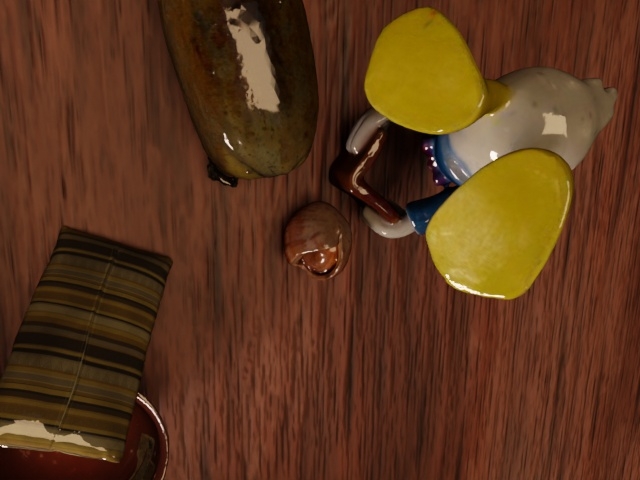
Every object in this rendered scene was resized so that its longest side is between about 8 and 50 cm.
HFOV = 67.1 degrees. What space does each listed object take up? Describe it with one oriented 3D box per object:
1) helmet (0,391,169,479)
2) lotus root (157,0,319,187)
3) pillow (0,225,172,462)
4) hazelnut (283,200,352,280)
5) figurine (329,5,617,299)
[{"bbox_3d":[-0.242,0.193,0.459,0.175,0.106,0.154,32,75,-24],"label":"helmet"},{"bbox_3d":[-0.072,-0.170,0.439,0.124,0.123,0.240,-22,111,-24],"label":"lotus root"},{"bbox_3d":[-0.205,0.082,0.428,0.113,0.038,0.203,20,49,-24],"label":"pillow"},{"bbox_3d":[0.000,0.000,0.523,0.087,0.086,0.086,-4,103,-20],"label":"hazelnut"},{"bbox_3d":[0.148,-0.070,0.487,0.339,0.284,0.204,-12,89,-45],"label":"figurine"}]
